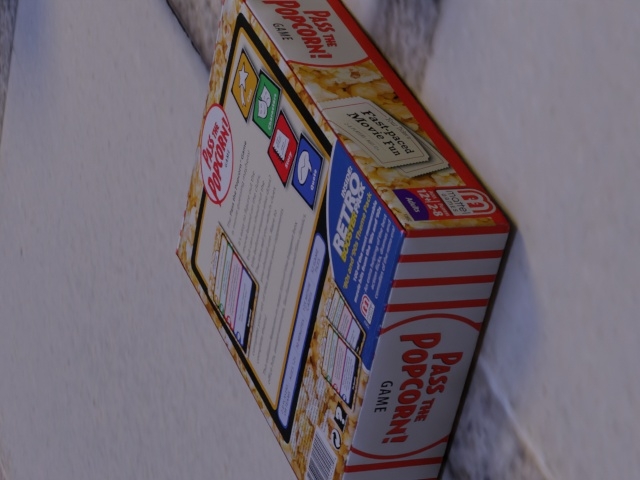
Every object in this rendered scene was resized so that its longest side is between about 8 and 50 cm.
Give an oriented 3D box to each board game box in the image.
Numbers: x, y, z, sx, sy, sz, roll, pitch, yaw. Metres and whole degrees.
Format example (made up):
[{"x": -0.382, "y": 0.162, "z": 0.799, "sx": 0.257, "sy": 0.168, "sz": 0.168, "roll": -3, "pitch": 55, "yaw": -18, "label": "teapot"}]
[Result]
[{"x": 0.000, "y": 0.000, "z": 0.772, "sx": 0.193, "sy": 0.045, "sz": 0.146, "roll": -122, "pitch": 37, "yaw": -47, "label": "board game box"}]
